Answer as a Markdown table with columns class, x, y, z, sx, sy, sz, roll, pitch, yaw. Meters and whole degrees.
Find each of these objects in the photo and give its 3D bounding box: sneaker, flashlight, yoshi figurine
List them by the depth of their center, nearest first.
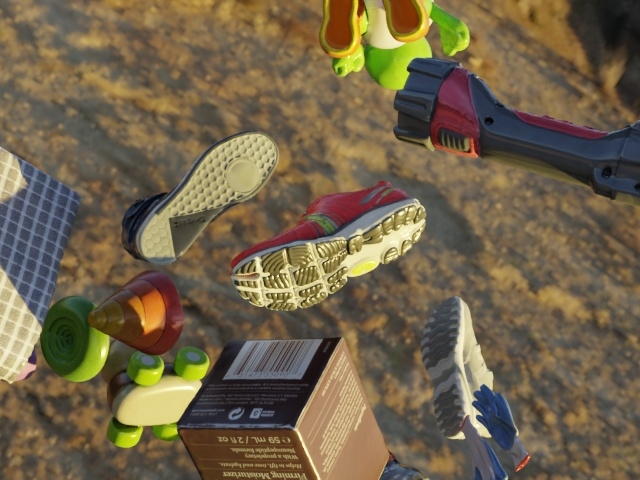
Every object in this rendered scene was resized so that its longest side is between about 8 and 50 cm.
| class | x | y | z | sx | sy | sz | roll | pitch | yaw |
| --- | --- | --- | --- | --- | --- | --- | --- | --- | --- |
| flashlight | 0.231 | -0.115 | 1.251 | 0.304 | 0.103 | 0.103 | 16 | 11 | 21 |
| sneaker | -0.164 | -0.056 | 1.541 | 0.086 | 0.226 | 0.163 | 52 | -17 | -11 |
| sneaker | 0.000 | 0.000 | 1.552 | 0.279 | 0.107 | 0.118 | -20 | 42 | -22 |
| yoshi figurine | 0.112 | -0.314 | 1.849 | 0.204 | 0.203 | 0.362 | 38 | 15 | 4 |
| sneaker | 0.262 | 0.241 | 2.218 | 0.115 | 0.105 | 0.281 | 19 | 57 | -35 |

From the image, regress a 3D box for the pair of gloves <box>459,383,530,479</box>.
| class | x | y | z | sx | sy | sz | roll | pitch | yaw |
| --- | --- | --- | --- | --- | --- | --- | --- | --- | --- |
| pair of gloves | 0.285 | 0.343 | 2.000 | 0.023 | 0.198 | 0.159 | -10 | 53 | -24 |

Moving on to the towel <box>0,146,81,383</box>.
| class | x | y | z | sx | sy | sz | roll | pitch | yaw |
| --- | --- | --- | --- | --- | --- | --- | --- | --- | --- |
| towel | -0.427 | 0.003 | 1.425 | 0.235 | 0.121 | 0.283 | 31 | 57 | -32 |

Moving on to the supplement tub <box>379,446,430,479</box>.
| class | x | y | z | sx | sy | sz | roll | pitch | yaw |
| --- | --- | --- | --- | --- | --- | --- | --- | --- | --- |
| supplement tub | 0.142 | 0.504 | 1.880 | 0.338 | 0.207 | 0.207 | 51 | 25 | 18 |

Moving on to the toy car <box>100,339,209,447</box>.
| class | x | y | z | sx | sy | sz | roll | pitch | yaw |
| --- | --- | --- | --- | --- | --- | --- | --- | --- | --- |
| toy car | -0.279 | 0.195 | 1.838 | 0.149 | 0.155 | 0.188 | -1 | 37 | -36 |

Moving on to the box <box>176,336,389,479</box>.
| class | x | y | z | sx | sy | sz | roll | pitch | yaw |
| --- | --- | --- | --- | --- | --- | --- | --- | --- | --- |
| box | -0.040 | 0.246 | 1.465 | 0.169 | 0.203 | 0.167 | -5 | 33 | 27 |

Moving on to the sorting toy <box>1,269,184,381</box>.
| class | x | y | z | sx | sy | sz | roll | pitch | yaw |
| --- | --- | --- | --- | --- | --- | --- | --- | --- | --- |
| sorting toy | -0.369 | 0.138 | 1.696 | 0.126 | 0.366 | 0.127 | -2 | 75 | -58 |
